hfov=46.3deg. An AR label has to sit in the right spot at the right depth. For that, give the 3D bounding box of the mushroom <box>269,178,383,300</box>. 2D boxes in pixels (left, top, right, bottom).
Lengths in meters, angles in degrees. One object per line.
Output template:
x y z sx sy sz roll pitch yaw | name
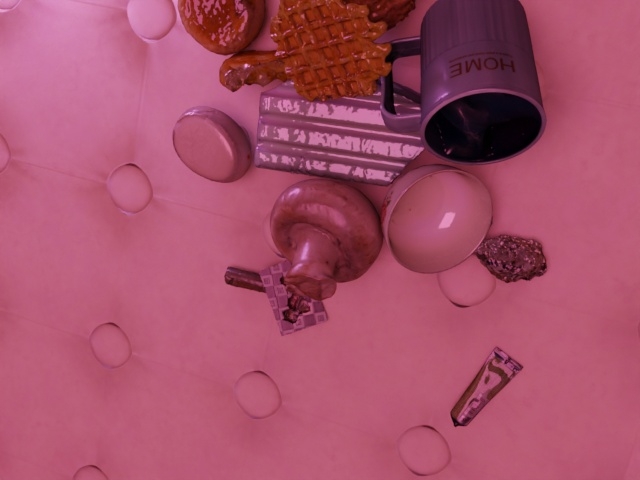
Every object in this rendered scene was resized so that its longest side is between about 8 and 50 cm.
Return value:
0.000 0.000 1.859 0.297 0.290 0.297 16 137 15 | mushroom

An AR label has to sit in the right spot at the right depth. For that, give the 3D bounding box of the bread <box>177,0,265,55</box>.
-0.243 -0.604 1.925 0.244 0.134 0.244 3 102 15 | bread

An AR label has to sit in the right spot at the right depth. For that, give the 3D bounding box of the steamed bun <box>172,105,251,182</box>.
-0.279 -0.258 2.003 0.228 0.131 0.177 37 120 7 | steamed bun

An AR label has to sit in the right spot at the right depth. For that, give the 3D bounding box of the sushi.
-0.075 0.148 2.067 0.139 0.031 0.201 -19 92 1 | sushi

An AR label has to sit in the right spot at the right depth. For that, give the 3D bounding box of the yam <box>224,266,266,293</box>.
-0.207 0.110 2.094 0.132 0.054 0.054 13 104 15 | yam

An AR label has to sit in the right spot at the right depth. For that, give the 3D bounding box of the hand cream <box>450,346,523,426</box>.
0.420 0.391 1.945 0.086 0.055 0.235 37 102 6 | hand cream

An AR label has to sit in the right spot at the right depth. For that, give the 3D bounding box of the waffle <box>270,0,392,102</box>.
0.020 -0.423 1.664 0.312 0.060 0.307 30 143 21 | waffle

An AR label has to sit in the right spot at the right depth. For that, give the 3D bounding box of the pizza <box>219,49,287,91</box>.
-0.113 -0.427 1.867 0.288 0.280 0.075 -4 115 9 | pizza

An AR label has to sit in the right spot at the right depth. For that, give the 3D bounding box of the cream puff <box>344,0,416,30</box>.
0.073 -0.617 1.751 0.327 0.343 0.231 58 153 21 | cream puff

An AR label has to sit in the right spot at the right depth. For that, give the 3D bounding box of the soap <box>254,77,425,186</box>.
0.070 -0.283 1.867 0.446 0.156 0.261 9 101 17 | soap

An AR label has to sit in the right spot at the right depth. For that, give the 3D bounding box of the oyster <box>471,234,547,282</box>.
0.466 0.046 1.851 0.177 0.064 0.125 -4 94 19 | oyster

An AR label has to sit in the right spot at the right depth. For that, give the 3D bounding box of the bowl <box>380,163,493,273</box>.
0.264 -0.068 1.824 0.277 0.145 0.277 -9 119 -17 | bowl

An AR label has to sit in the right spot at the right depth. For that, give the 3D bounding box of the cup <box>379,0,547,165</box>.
0.320 -0.353 1.665 0.331 0.257 0.311 -23 52 38 | cup
